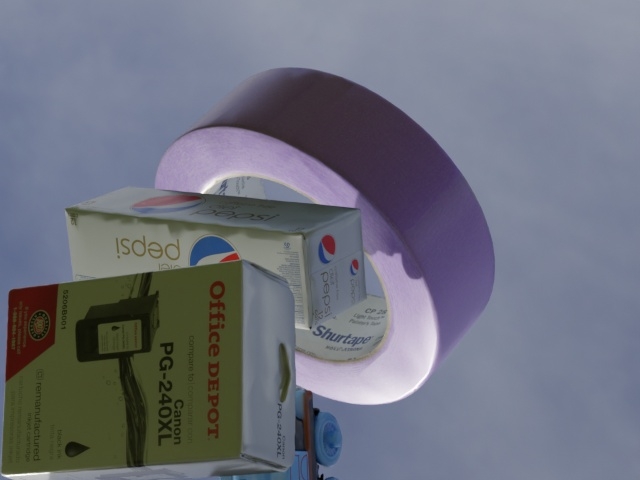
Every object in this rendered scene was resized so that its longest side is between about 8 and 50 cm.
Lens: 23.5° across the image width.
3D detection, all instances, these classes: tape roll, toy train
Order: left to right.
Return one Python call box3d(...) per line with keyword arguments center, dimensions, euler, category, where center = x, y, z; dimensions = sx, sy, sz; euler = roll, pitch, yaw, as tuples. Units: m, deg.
box3d(center=(-0.031, 0.197, 1.136), dimensions=(0.080, 0.105, 0.184), euler=(-8, -101, 29), category="toy train")
box3d(center=(0.000, 0.000, 1.238), dimensions=(0.275, 0.275, 0.090), euler=(21, -133, 29), category="tape roll")

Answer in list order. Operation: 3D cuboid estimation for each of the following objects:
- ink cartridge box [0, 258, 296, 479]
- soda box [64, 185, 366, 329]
box3d(center=(-0.094, 0.075, 0.846), dimensions=(0.150, 0.063, 0.109), euler=(-8, -108, 22), category="ink cartridge box")
box3d(center=(-0.077, 0.009, 1.089), dimensions=(0.216, 0.074, 0.069), euler=(7, -71, 34), category="soda box")
